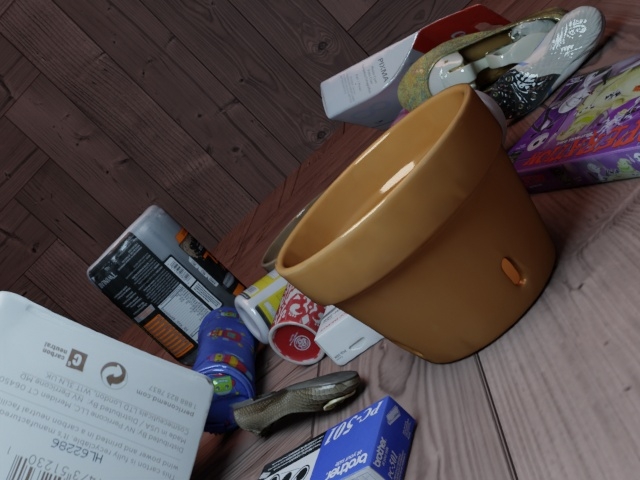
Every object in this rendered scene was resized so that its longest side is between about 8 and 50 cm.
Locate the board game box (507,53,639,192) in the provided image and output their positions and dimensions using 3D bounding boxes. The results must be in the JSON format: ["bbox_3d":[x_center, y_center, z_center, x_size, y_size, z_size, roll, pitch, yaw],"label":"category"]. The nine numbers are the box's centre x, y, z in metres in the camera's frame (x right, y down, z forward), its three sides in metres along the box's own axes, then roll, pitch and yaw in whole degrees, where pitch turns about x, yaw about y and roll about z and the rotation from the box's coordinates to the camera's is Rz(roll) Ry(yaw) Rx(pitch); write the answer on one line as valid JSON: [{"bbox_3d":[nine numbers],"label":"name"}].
[{"bbox_3d":[0.363,-0.152,0.920,0.208,0.056,0.347,-52,13,-12],"label":"board game box"}]

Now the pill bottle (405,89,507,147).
[{"bbox_3d":[0.181,-0.126,1.130,0.160,0.160,0.283,-37,5,35],"label":"pill bottle"}]

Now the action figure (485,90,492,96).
[{"bbox_3d":[0.344,-0.289,1.504,0.038,0.030,0.115,-40,14,0],"label":"action figure"}]

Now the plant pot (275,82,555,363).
[{"bbox_3d":[0.120,-0.002,0.854,0.291,0.203,0.291,-42,12,12],"label":"plant pot"}]

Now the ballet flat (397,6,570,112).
[{"bbox_3d":[0.298,-0.320,1.374,0.348,0.123,0.123,-21,19,15],"label":"ballet flat"}]

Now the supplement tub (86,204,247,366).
[{"bbox_3d":[-0.283,0.109,1.543,0.207,0.338,0.207,-43,12,11],"label":"supplement tub"}]

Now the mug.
[{"bbox_3d":[-0.009,0.119,1.210,0.113,0.150,0.169,0,36,19],"label":"mug"}]

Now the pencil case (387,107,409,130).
[{"bbox_3d":[0.192,-0.196,1.498,0.124,0.124,0.284,-37,15,35],"label":"pencil case"}]

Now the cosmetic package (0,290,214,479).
[{"bbox_3d":[-0.411,0.329,1.062,0.393,0.329,0.328,-32,37,45],"label":"cosmetic package"}]

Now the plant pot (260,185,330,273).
[{"bbox_3d":[0.000,0.000,1.502,0.237,0.110,0.237,-42,12,11],"label":"plant pot"}]

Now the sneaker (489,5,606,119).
[{"bbox_3d":[0.382,-0.291,1.280,0.237,0.085,0.086,-45,-17,24],"label":"sneaker"}]

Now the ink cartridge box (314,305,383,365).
[{"bbox_3d":[0.055,0.101,1.091,0.099,0.056,0.135,-39,13,26],"label":"ink cartridge box"}]

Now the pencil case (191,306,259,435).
[{"bbox_3d":[-0.168,0.221,1.312,0.306,0.119,0.133,-100,17,-75],"label":"pencil case"}]

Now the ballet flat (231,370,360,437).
[{"bbox_3d":[-0.034,0.221,1.013,0.084,0.058,0.249,-6,-15,-45],"label":"ballet flat"}]

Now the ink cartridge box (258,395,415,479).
[{"bbox_3d":[0.004,0.247,0.793,0.207,0.046,0.097,-38,15,33],"label":"ink cartridge box"}]

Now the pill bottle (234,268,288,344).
[{"bbox_3d":[-0.053,0.093,1.346,0.184,0.103,0.103,-35,8,-19],"label":"pill bottle"}]

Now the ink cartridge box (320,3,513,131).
[{"bbox_3d":[0.239,-0.347,1.620,0.384,0.091,0.308,-19,-11,34],"label":"ink cartridge box"}]
